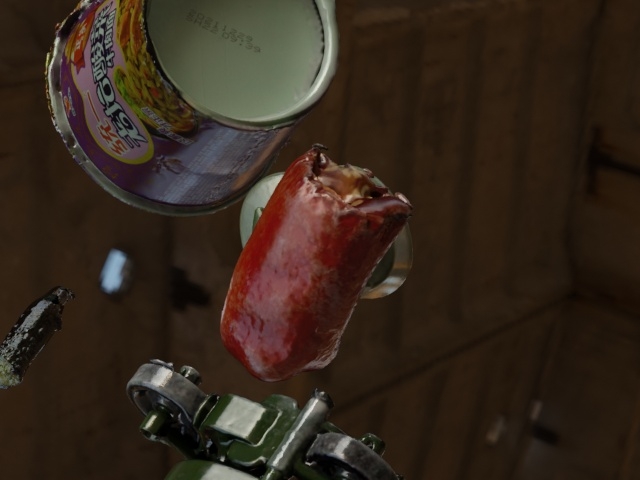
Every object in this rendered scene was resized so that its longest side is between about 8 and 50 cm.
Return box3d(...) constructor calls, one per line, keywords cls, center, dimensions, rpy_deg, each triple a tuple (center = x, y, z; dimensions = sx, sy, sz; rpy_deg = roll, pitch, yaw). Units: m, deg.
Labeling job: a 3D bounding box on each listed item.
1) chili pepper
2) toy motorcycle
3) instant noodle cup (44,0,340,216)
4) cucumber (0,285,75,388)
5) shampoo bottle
box3d(cls="chili pepper", center=(-0.007, 0.019, 0.822), dimensions=(0.070, 0.073, 0.123), rpy_deg=(-101, 32, -58))
box3d(cls="toy motorcycle", center=(-0.055, 0.206, 1.122), dimensions=(0.205, 0.275, 0.127), rpy_deg=(-55, -36, -28))
box3d(cls="instant noodle cup", center=(-0.145, -0.219, 1.878), dimensions=(0.339, 0.266, 0.340), rpy_deg=(5, -104, -22))
box3d(cls="cucumber", center=(-0.262, 0.080, 1.434), dimensions=(0.163, 0.039, 0.043), rpy_deg=(-63, -17, -55))
box3d(cls="shampoo bottle", center=(0.000, 0.000, 1.202), dimensions=(0.118, 0.087, 0.234), rpy_deg=(66, -163, 3))
